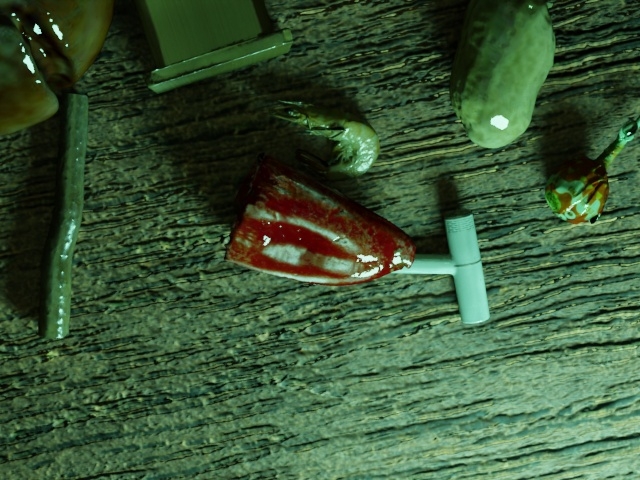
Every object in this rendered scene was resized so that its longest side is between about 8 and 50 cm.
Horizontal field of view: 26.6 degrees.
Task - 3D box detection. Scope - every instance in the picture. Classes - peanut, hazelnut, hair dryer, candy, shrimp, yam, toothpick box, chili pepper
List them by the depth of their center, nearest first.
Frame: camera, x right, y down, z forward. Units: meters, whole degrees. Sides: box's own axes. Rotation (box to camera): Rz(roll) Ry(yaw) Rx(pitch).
[{"bbox_3d":[-0.448,-0.281,1.586,0.409,0.359,0.359,2,101,13],"label":"hazelnut"},{"bbox_3d":[-0.169,-0.357,1.676,0.187,0.190,0.308,-18,97,-1],"label":"toothpick box"},{"bbox_3d":[0.236,-0.232,1.755,0.129,0.129,0.224,12,108,-7],"label":"peanut"},{"bbox_3d":[0.000,0.000,1.782,0.252,0.136,0.144,24,63,-6],"label":"chili pepper"},{"bbox_3d":[-0.340,-0.033,1.788,0.045,0.045,0.327,11,100,25],"label":"yam"},{"bbox_3d":[-0.001,-0.133,1.803,0.162,0.045,0.095,16,120,-12],"label":"shrimp"},{"bbox_3d":[0.414,-0.139,1.822,0.084,0.078,0.288,43,87,-7],"label":"candy"},{"bbox_3d":[0.130,0.048,1.846,0.183,0.044,0.155,-11,100,3],"label":"hair dryer"}]
